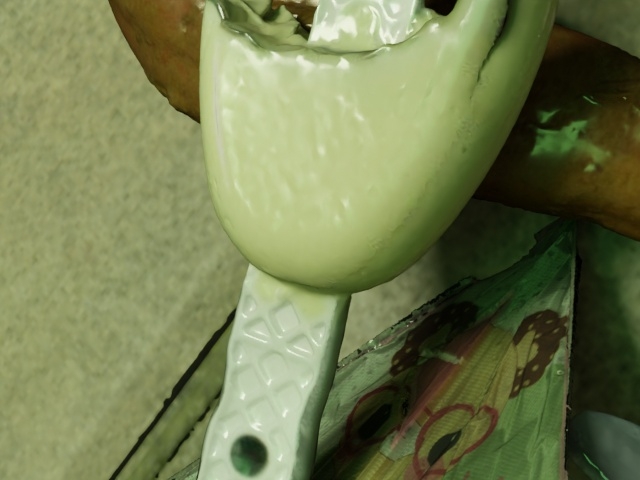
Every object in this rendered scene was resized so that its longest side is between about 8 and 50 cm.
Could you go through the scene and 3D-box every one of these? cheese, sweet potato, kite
[{"bbox_3d":[0.000,0.000,0.599,0.127,0.050,0.235,18,104,25],"label":"cheese"},{"bbox_3d":[0.012,-0.071,0.665,0.355,0.095,0.106,31,64,26],"label":"sweet potato"},{"bbox_3d":[0.021,0.088,0.621,0.267,0.013,0.323,-51,20,-18],"label":"kite"}]

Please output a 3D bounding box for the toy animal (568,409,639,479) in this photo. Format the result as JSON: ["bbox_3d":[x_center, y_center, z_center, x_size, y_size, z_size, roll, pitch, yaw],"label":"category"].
[{"bbox_3d":[0.210,0.054,0.531,0.239,0.176,0.255,-29,47,-1],"label":"toy animal"}]
